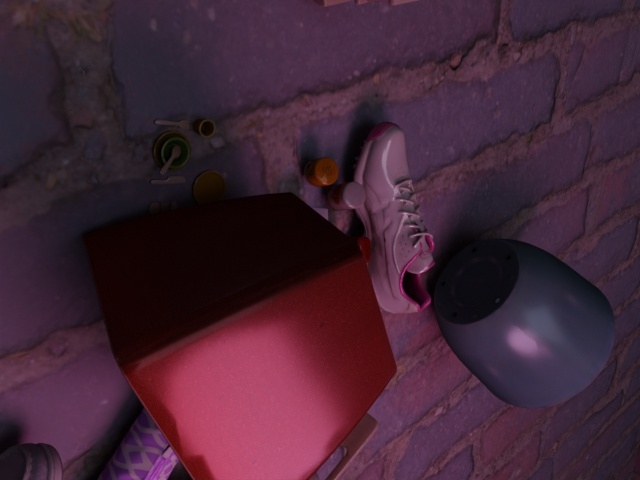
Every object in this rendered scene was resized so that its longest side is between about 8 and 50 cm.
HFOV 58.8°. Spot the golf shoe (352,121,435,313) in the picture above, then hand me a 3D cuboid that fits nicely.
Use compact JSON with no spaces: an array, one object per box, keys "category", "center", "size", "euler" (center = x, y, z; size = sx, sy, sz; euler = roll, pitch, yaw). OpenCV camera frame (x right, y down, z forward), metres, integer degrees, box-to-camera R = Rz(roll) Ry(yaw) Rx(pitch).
[{"category":"golf shoe","center":[0.123,-0.027,0.881],"size":[0.115,0.140,0.306],"euler":[-24,122,-45]}]

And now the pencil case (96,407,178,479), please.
[{"category":"pencil case","center":[-0.235,0.307,0.733],"size":[0.086,0.088,0.206],"euler":[36,82,-42]}]

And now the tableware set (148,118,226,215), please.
[{"category":"tableware set","center":[-0.155,-0.072,0.695],"size":[0.104,0.024,0.154],"euler":[-7,111,-41]}]

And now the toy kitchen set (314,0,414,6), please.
[{"category":"toy kitchen set","center":[0.065,-0.393,0.664],"size":[0.122,0.166,0.207],"euler":[-28,124,-31]}]

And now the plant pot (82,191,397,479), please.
[{"category":"plant pot","center":[-0.074,0.095,0.625],"size":[0.236,0.267,0.267],"euler":[-28,123,-15]}]

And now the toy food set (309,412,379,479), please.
[{"category":"toy food set","center":[-0.031,0.298,0.912],"size":[0.220,0.092,0.306],"euler":[-45,131,-20]}]

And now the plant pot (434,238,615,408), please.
[{"category":"plant pot","center":[0.357,0.134,1.079],"size":[0.235,0.293,0.293],"euler":[37,81,-28]}]

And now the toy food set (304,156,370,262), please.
[{"category":"toy food set","center":[0.000,0.000,0.840],"size":[0.111,0.104,0.232],"euler":[0,89,-29]}]

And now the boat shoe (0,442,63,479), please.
[{"category":"boat shoe","center":[-0.404,0.337,0.574],"size":[0.320,0.118,0.103],"euler":[-44,136,-11]}]
